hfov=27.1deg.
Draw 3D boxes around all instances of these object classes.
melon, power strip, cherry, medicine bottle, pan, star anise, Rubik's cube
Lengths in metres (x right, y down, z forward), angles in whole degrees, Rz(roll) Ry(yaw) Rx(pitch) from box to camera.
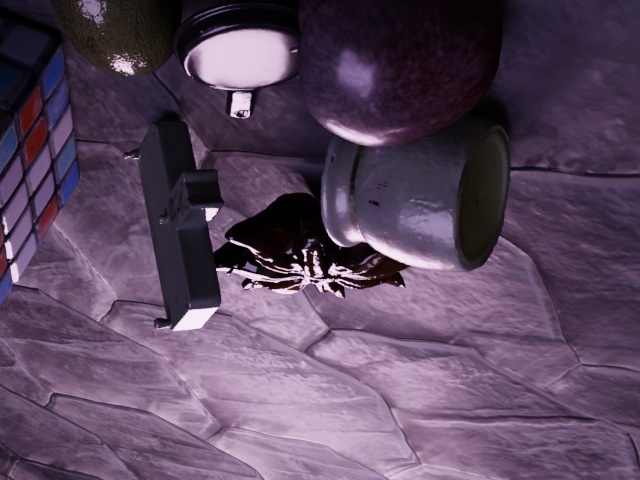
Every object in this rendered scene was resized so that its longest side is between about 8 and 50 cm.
[{"bbox_3d":[-0.184,-0.220,1.197,0.114,0.114,0.167,12,147,23],"label":"melon"},{"bbox_3d":[-0.148,-0.027,1.395,0.061,0.216,0.145,-5,160,-25],"label":"power strip"},{"bbox_3d":[0.060,-0.152,1.088,0.176,0.140,0.176,10,137,9],"label":"cherry"},{"bbox_3d":[0.087,-0.051,1.223,0.143,0.147,0.147,12,148,26],"label":"medicine bottle"},{"bbox_3d":[-0.071,-0.158,1.257,0.136,0.028,0.235,-3,161,-6],"label":"pan"},{"bbox_3d":[0.000,0.000,1.448,0.271,0.103,0.272,0,166,0],"label":"star anise"},{"bbox_3d":[-0.457,-0.089,1.447,0.286,0.292,0.293,21,149,6],"label":"Rubik's cube"}]

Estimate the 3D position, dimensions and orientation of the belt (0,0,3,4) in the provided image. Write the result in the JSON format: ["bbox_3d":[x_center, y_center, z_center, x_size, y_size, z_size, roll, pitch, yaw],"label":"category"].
[{"bbox_3d":[-0.369,-0.286,1.264,0.141,0.082,0.190,-3,139,37],"label":"belt"}]
